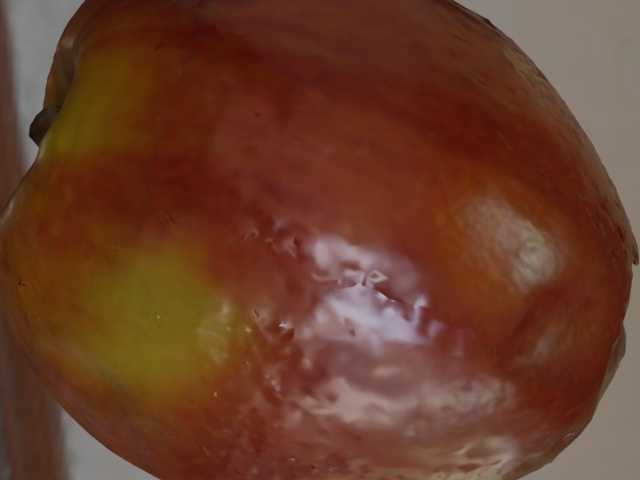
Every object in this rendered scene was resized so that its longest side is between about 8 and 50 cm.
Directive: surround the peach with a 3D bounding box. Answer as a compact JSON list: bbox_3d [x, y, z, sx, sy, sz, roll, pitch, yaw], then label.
[{"bbox_3d":[0.000,0.000,0.808,0.281,0.281,0.238,59,48,-73],"label":"peach"}]
